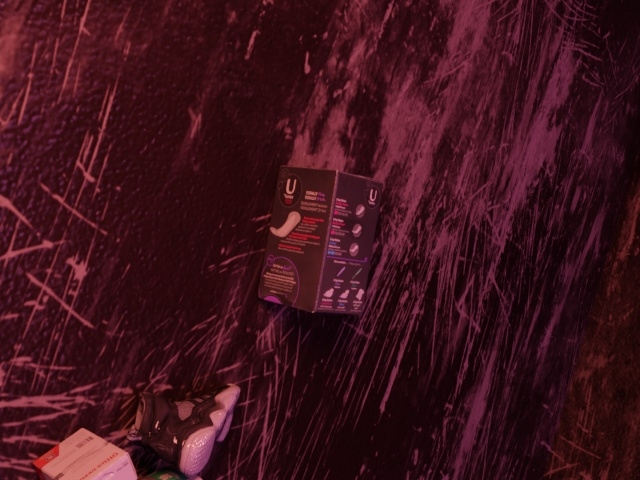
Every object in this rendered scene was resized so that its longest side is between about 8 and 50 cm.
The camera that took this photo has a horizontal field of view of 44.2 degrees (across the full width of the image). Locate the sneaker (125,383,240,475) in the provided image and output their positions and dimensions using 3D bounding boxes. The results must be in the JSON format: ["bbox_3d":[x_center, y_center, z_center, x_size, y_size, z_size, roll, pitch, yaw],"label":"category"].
[{"bbox_3d":[-0.241,0.305,1.392,0.268,0.153,0.101,-51,159,-75],"label":"sneaker"}]

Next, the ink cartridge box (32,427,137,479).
[{"bbox_3d":[-0.370,0.362,1.240,0.099,0.135,0.056,-33,121,-38],"label":"ink cartridge box"}]

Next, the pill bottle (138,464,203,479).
[{"bbox_3d":[-0.340,0.522,1.252,0.361,0.204,0.204,-19,110,-44],"label":"pill bottle"}]

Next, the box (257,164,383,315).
[{"bbox_3d":[0.000,0.000,1.542,0.143,0.165,0.270,9,91,-47],"label":"box"}]
